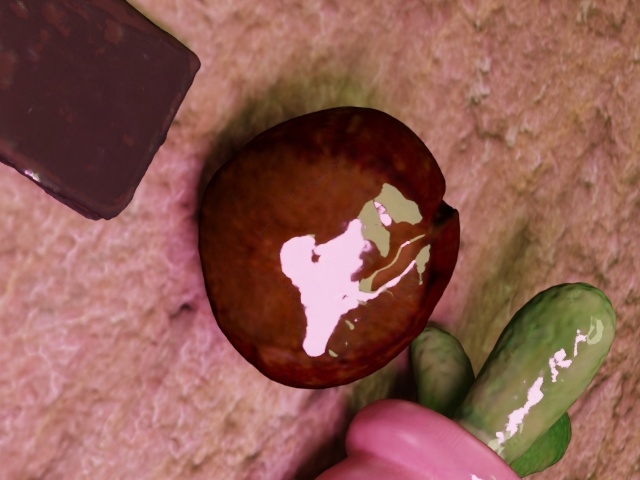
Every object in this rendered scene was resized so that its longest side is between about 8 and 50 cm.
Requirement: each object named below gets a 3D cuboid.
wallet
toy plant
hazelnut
[{"bbox_3d":[-0.226,-0.148,0.829,0.309,0.042,0.165,37,70,-39],"label":"wallet"},{"bbox_3d":[0.127,0.223,1.091,0.356,0.210,0.317,-52,158,-28],"label":"toy plant"},{"bbox_3d":[0.000,0.000,0.959,0.218,0.218,0.234,24,99,-40],"label":"hazelnut"}]
